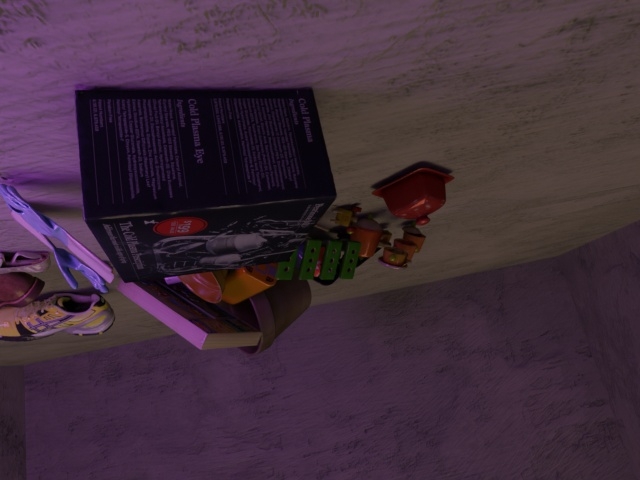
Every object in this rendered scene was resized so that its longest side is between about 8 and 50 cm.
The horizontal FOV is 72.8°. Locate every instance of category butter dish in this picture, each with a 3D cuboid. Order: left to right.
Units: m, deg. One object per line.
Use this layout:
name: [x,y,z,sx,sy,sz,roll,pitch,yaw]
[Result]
butter dish: [0.235,-0.094,1.050,0.160,0.118,0.160,-23,162,40]

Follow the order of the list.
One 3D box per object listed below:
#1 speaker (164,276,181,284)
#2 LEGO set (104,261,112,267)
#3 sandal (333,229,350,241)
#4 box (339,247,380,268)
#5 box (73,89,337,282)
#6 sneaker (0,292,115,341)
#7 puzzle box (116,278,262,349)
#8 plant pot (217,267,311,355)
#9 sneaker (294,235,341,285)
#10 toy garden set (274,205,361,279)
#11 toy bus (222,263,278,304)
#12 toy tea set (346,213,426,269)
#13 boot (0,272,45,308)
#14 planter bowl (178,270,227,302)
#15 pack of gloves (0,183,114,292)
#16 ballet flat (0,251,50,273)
speaker: [-0.428,0.103,1.398,0.136,0.055,0.055,-11,165,-3]
LEGO set: [-0.592,0.066,1.209,0.083,0.023,0.054,-23,169,-9]
sandal: [0.083,-0.016,1.395,0.067,0.040,0.179,-11,-179,17]
box: [0.119,0.066,1.564,0.184,0.045,0.191,-36,-176,-40]
box: [-0.182,-0.070,0.703,0.313,0.178,0.343,-8,165,-19]
sneaker: [-0.900,0.234,1.441,0.385,0.145,0.147,-4,133,-18]
puzzle box: [-0.418,0.225,1.393,0.409,0.052,0.272,24,-177,28]
plant pot: [-0.197,0.220,1.614,0.281,0.323,0.323,-22,174,-36]
sneaker: [0.012,0.076,1.359,0.131,0.148,0.350,-53,160,10]
toy garden set: [0.000,0.000,1.140,0.245,0.203,0.049,4,-165,-36]
toy bus: [-0.229,0.098,1.262,0.108,0.130,0.333,30,148,-21]
toy tea set: [0.220,-0.019,1.343,0.200,0.124,0.336,18,-163,22]
boot: [-0.853,0.121,1.121,0.306,0.112,0.115,-15,135,28]
planter bowl: [-0.312,0.056,1.155,0.090,0.217,0.217,-46,-173,-34]
pack of gloves: [-0.465,0.014,0.750,0.046,0.232,0.195,-52,-172,-30]
ballet flat: [-0.718,0.046,0.999,0.168,0.057,0.052,-1,135,-46]
